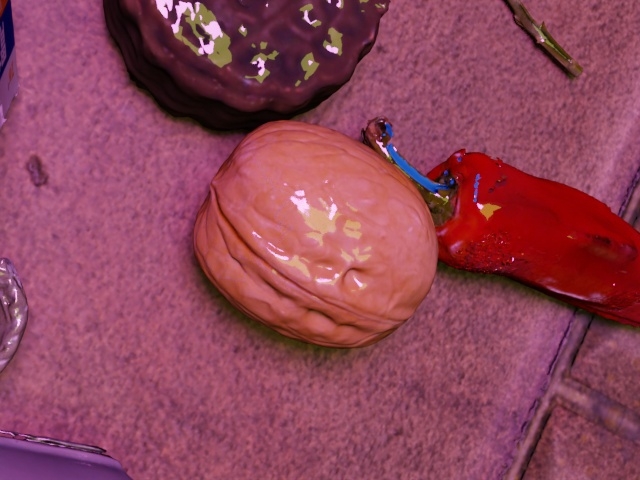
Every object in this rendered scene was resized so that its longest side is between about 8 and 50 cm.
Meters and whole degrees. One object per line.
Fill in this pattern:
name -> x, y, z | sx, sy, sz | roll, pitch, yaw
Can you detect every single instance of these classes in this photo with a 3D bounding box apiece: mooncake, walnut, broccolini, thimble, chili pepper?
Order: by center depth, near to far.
thimble -> -0.262, 0.059, 0.697 | 0.084, 0.062, 0.110 | 33, 81, -18
mooncake -> -0.054, -0.200, 0.731 | 0.228, 0.124, 0.228 | -1, 92, -21
walnut -> 0.000, 0.000, 0.745 | 0.197, 0.165, 0.165 | 37, 80, -18
chili pepper -> 0.197, -0.001, 0.855 | 0.387, 0.110, 0.110 | 21, 86, -25
broccolini -> 0.186, -0.232, 0.875 | 0.052, 0.054, 0.194 | -24, 111, 12

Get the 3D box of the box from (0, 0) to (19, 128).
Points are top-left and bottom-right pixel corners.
box -> -0.251, -0.194, 0.551 | 0.106, 0.200, 0.299 | -2, 119, -9

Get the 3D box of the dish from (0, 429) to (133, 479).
dish -> -0.235, 0.189, 0.684 | 0.243, 0.182, 0.080 | 17, 51, -21
